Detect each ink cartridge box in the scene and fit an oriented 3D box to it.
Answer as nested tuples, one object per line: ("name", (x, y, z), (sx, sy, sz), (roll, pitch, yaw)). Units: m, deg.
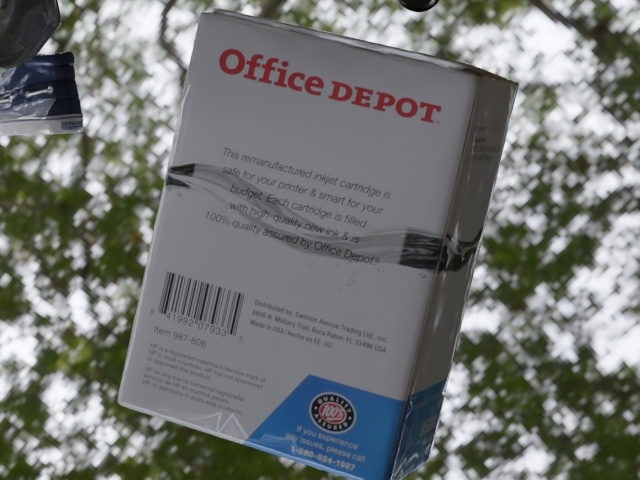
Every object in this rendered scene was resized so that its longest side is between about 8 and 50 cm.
("ink cartridge box", (0.000, 0.000, 1.571), (0.285, 0.395, 0.166), (16, -172, 19))

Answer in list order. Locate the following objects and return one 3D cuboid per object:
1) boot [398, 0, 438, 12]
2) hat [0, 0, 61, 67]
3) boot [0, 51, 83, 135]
("boot", (0.033, -0.319, 1.462), (0.083, 0.161, 0.246), (-33, -92, -9))
("hat", (-0.312, -0.324, 1.503), (0.331, 0.331, 0.134), (45, -118, 4))
("boot", (-0.324, -0.154, 1.728), (0.069, 0.190, 0.086), (-10, -81, -54))
